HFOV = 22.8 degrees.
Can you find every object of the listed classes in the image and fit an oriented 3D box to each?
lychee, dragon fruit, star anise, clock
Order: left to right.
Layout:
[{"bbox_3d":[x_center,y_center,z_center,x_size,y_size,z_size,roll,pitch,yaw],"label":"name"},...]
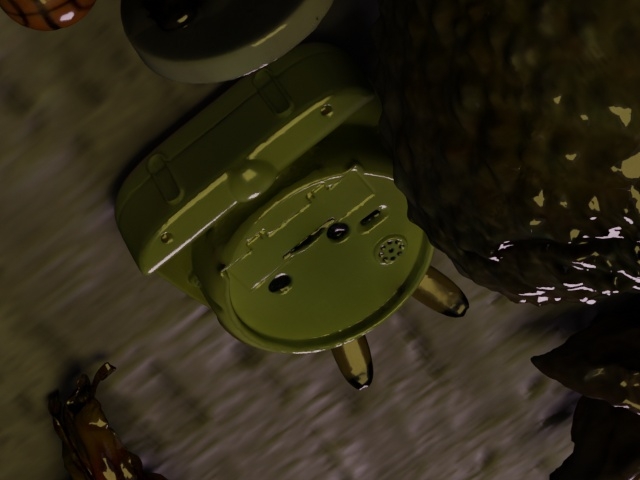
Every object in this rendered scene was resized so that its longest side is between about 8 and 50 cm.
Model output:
[{"bbox_3d":[-0.131,0.193,1.021,0.125,0.125,0.246,-32,121,-43],"label":"dragon fruit"},{"bbox_3d":[0.000,0.000,0.958,0.170,0.069,0.232,-39,134,5],"label":"clock"},{"bbox_3d":[0.140,-0.096,0.825,0.255,0.255,0.274,-31,98,-2],"label":"lychee"},{"bbox_3d":[0.303,0.084,1.160,0.331,0.117,0.332,-16,128,-22],"label":"star anise"}]

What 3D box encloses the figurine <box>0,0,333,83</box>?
[{"bbox_3d":[-0.098,-0.184,0.717,0.176,0.133,0.236,-25,140,6],"label":"figurine"}]
